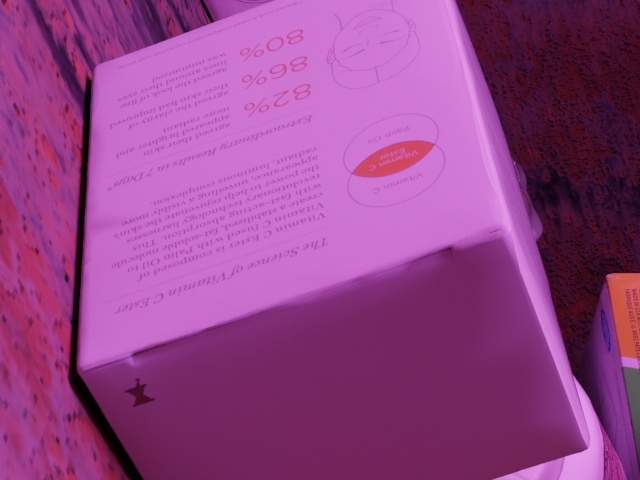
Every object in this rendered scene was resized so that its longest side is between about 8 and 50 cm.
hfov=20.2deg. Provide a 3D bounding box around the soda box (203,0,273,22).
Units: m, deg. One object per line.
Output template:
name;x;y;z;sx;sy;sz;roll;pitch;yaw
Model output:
soda box;-0.024;-0.137;0.928;0.074;0.069;0.216;-99;166;-51

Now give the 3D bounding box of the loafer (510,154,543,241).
loafer;0.127;-0.061;1.541;0.087;0.094;0.251;63;-1;-21

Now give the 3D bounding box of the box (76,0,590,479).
box;0.000;0.000;0.578;0.170;0.130;0.091;-96;165;-53

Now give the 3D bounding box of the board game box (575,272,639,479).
board game box;0.196;0.204;1.107;0.316;0.064;0.242;94;-6;-56

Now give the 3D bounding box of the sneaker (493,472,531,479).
sneaker;0.053;0.139;0.647;0.232;0.115;0.090;57;16;-56

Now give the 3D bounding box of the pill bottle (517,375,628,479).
pill bottle;0.072;0.108;0.811;0.221;0.121;0.121;52;20;-64
